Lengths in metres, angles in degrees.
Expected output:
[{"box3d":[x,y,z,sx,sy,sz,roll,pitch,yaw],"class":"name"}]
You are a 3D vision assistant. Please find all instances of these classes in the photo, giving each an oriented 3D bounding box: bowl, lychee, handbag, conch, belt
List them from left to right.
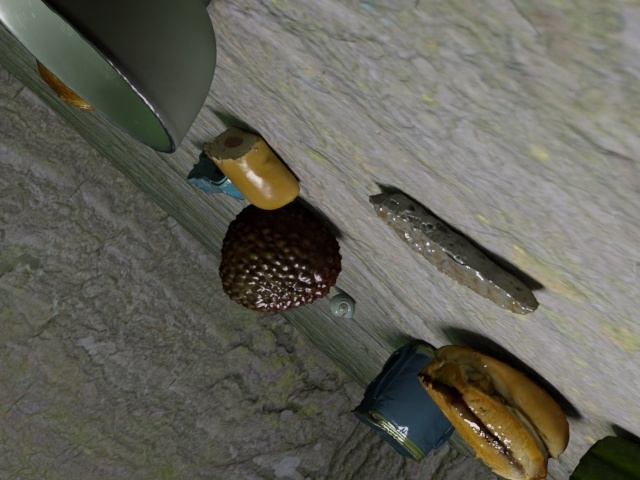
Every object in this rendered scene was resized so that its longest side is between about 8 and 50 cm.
[{"box3d":[-0.254,-0.291,0.990,0.354,0.185,0.354,37,169,9],"class":"bowl"},{"box3d":[-0.204,-0.140,1.717,0.072,0.087,0.302,30,174,-25],"class":"belt"},{"box3d":[-0.085,0.036,1.647,0.271,0.236,0.236,18,158,37],"class":"lychee"},{"box3d":[0.061,0.169,2.165,0.076,0.057,0.085,24,-157,-14],"class":"conch"},{"box3d":[0.233,0.399,2.029,0.222,0.241,0.263,41,170,-2],"class":"handbag"}]

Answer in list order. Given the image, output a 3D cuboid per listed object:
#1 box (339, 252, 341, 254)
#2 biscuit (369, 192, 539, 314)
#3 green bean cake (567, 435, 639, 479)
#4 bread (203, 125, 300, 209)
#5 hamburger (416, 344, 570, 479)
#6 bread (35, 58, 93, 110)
[{"box3d":[0.000,0.000,1.783,0.093,0.015,0.058,45,169,-31],"class":"box"},{"box3d":[0.191,0.023,1.191,0.289,0.038,0.141,37,170,18],"class":"biscuit"},{"box3d":[0.537,0.547,1.432,0.218,0.319,0.335,26,164,46],"class":"green bean cake"},{"box3d":[-0.123,-0.125,1.493,0.173,0.085,0.134,47,167,-35],"class":"bread"},{"box3d":[0.332,0.329,1.604,0.284,0.174,0.304,43,169,-9],"class":"hamburger"},{"box3d":[-0.504,-0.363,1.682,0.229,0.139,0.143,38,161,2],"class":"bread"}]
